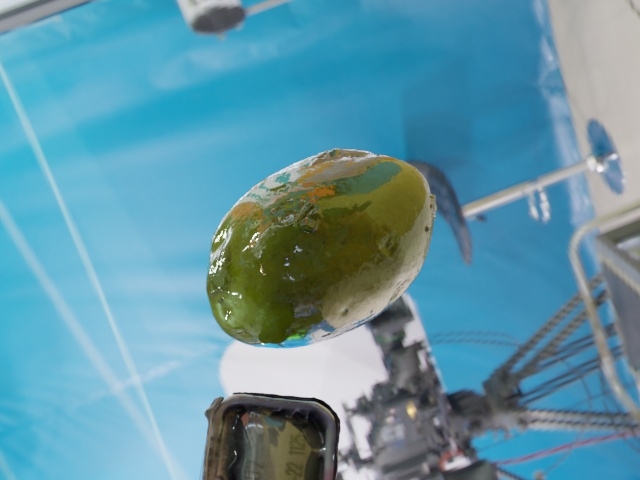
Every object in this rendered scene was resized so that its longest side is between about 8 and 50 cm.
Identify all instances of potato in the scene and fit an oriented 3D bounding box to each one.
[{"bbox_3d":[0.000,0.000,1.018,0.186,0.253,0.148,26,137,24],"label":"potato"}]

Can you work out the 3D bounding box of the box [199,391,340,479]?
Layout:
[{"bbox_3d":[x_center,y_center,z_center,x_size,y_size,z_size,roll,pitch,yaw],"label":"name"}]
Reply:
[{"bbox_3d":[-0.062,0.261,0.912,0.369,0.112,0.190,105,169,-65],"label":"box"}]
